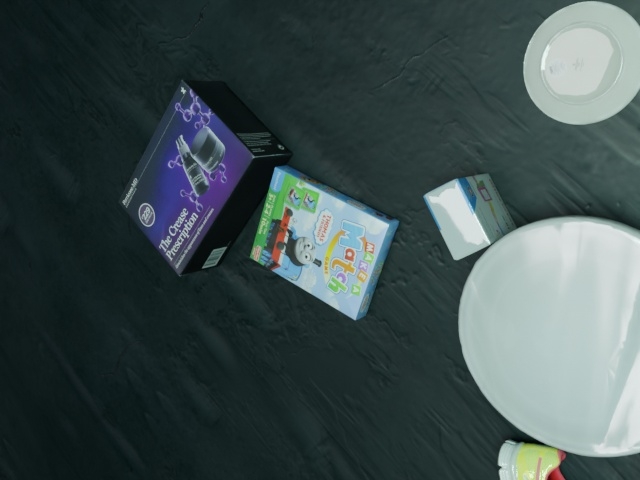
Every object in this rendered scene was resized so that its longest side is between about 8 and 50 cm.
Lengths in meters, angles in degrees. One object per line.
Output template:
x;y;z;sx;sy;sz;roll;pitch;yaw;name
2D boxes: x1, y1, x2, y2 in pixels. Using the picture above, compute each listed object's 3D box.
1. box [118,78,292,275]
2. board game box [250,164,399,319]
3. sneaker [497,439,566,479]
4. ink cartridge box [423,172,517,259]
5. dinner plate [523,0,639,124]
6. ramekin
-0.195;-0.100;1.106;0.184;0.103;0.261;48;121;20;box
0.000;0.000;1.030;0.211;0.039;0.160;28;113;26;board game box
0.298;0.361;0.875;0.094;0.081;0.208;-16;90;33;sneaker
0.190;-0.033;0.846;0.052;0.122;0.088;-29;83;30;ink cartridge box
0.307;-0.207;0.798;0.141;0.017;0.141;7;103;34;dinner plate
0.310;0.098;0.787;0.273;0.127;0.273;7;102;33;ramekin
